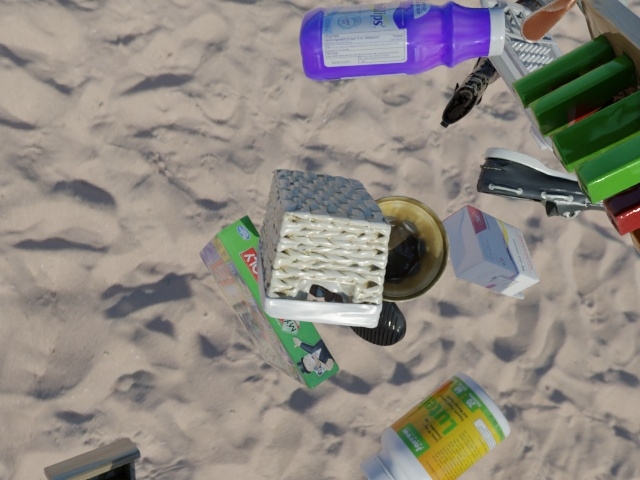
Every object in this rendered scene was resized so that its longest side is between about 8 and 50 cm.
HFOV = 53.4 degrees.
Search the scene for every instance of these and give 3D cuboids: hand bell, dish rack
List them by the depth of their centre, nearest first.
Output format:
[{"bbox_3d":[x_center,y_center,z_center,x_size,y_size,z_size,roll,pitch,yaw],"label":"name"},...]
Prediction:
[{"bbox_3d":[0.080,0.018,0.867,0.126,0.242,0.126,0,86,-5],"label":"hand bell"},{"bbox_3d":[0.403,-0.291,1.173,0.285,0.072,0.333,-15,71,-51],"label":"dish rack"}]

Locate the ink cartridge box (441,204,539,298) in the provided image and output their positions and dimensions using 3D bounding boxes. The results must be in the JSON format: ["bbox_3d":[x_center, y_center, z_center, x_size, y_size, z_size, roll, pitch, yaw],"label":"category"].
[{"bbox_3d":[0.311,0.025,1.123,0.198,0.067,0.115,19,49,-37],"label":"ink cartridge box"}]

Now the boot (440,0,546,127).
[{"bbox_3d":[0.367,-0.371,1.358,0.091,0.263,0.229,37,55,5],"label":"boot"}]

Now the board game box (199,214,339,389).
[{"bbox_3d":[-0.086,0.085,0.885,0.046,0.317,0.213,-32,93,-15],"label":"board game box"}]

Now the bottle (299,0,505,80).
[{"bbox_3d":[0.115,-0.289,0.910,0.283,0.092,0.118,-1,41,8],"label":"bottle"}]

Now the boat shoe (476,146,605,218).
[{"bbox_3d":[0.446,-0.089,1.216,0.302,0.114,0.091,18,90,5],"label":"boat shoe"}]

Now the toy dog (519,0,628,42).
[{"bbox_3d":[0.366,-0.421,1.010,0.334,0.220,0.161,10,61,-6],"label":"toy dog"}]

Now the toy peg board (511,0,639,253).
[{"bbox_3d":[0.199,-0.050,0.418,0.160,0.079,0.161,52,19,-38],"label":"toy peg board"}]

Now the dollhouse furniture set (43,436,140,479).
[{"bbox_3d":[-0.222,0.370,0.739,0.212,0.242,0.161,-12,111,-37],"label":"dollhouse furniture set"}]

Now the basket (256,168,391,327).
[{"bbox_3d":[0.000,0.000,0.636,0.113,0.103,0.167,7,20,-10],"label":"basket"}]

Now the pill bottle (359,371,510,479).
[{"bbox_3d":[0.193,0.355,1.107,0.246,0.136,0.136,-36,85,-8],"label":"pill bottle"}]

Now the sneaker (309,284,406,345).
[{"bbox_3d":[0.099,0.105,1.333,0.146,0.122,0.330,-1,24,-33],"label":"sneaker"}]
